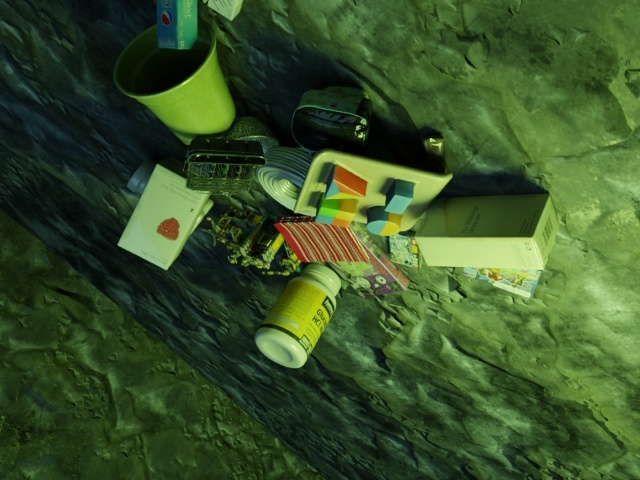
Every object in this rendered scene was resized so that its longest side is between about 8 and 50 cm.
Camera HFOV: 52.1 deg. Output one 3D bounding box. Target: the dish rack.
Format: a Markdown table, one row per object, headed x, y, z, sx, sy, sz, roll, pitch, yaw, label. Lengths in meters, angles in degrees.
| x | y | z | sx | sy | sz | roll | pitch | yaw | label |
| --- | --- | --- | --- | --- | --- | --- | --- | --- | --- |
| -0.273 | -0.188 | 1.816 | 0.209 | 0.074 | 0.271 | 2 | 153 | -16 | dish rack |

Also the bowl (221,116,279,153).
| x | y | z | sx | sy | sz | roll | pitch | yaw | label |
| --- | --- | --- | --- | --- | --- | --- | --- | --- | --- |
| -0.203 | -0.295 | 1.822 | 0.170 | 0.080 | 0.170 | -8 | 169 | -2 | bowl |

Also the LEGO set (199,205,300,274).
| x | y | z | sx | sy | sz | roll | pitch | yaw | label |
| --- | --- | --- | --- | --- | --- | --- | --- | --- | --- |
| -0.233 | 0.035 | 2.197 | 0.332 | 0.192 | 0.254 | 21 | 145 | 17 | LEGO set |

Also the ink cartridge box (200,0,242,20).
| x | y | z | sx | sy | sz | roll | pitch | yaw | label |
| --- | --- | --- | --- | --- | --- | --- | --- | --- | --- |
| -0.212 | -0.607 | 1.478 | 0.097 | 0.046 | 0.207 | 32 | 147 | -1 | ink cartridge box |

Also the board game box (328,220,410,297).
| x | y | z | sx | sy | sz | roll | pitch | yaw | label |
| --- | --- | --- | --- | --- | --- | --- | --- | --- | --- |
| 0.102 | 0.045 | 2.075 | 0.347 | 0.056 | 0.208 | 46 | 140 | -20 | board game box |

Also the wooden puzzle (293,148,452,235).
| x | y | z | sx | sy | sz | roll | pitch | yaw | label |
| --- | --- | --- | --- | --- | --- | --- | --- | --- | --- |
| 0.122 | -0.102 | 1.676 | 0.348 | 0.080 | 0.322 | 8 | 156 | -9 | wooden puzzle |

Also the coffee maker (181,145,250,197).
| x | y | z | sx | sy | sz | roll | pitch | yaw | label |
| --- | --- | --- | --- | --- | --- | --- | --- | --- | --- |
| -0.309 | -0.236 | 1.974 | 0.178 | 0.120 | 0.171 | 30 | 146 | 3 | coffee maker |

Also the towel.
| x | y | z | sx | sy | sz | roll | pitch | yaw | label |
| --- | --- | --- | --- | --- | --- | --- | --- | --- | --- |
| 0.000 | 0.000 | 2.032 | 0.275 | 0.031 | 0.198 | -1 | 135 | 40 | towel |

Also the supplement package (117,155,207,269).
| x | y | z | sx | sy | sz | roll | pitch | yaw | label |
| --- | --- | --- | --- | --- | --- | --- | --- | --- | --- |
| -0.480 | -0.089 | 2.064 | 0.178 | 0.175 | 0.292 | 28 | 104 | -7 | supplement package |

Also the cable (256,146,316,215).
| x | y | z | sx | sy | sz | roll | pitch | yaw | label |
| --- | --- | --- | --- | --- | --- | --- | --- | --- | --- |
| -0.059 | -0.163 | 1.861 | 0.257 | 0.089 | 0.257 | 12 | 152 | 37 | cable |

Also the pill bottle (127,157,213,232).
| x | y | z | sx | sy | sz | roll | pitch | yaw | label |
| --- | --- | --- | --- | --- | --- | --- | --- | --- | --- |
| -0.510 | -0.150 | 2.219 | 0.265 | 0.153 | 0.153 | 38 | 147 | -9 | pill bottle |

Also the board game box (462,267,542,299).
| x | y | z | sx | sy | sz | roll | pitch | yaw | label |
| --- | --- | --- | --- | --- | --- | --- | --- | --- | --- |
| 0.499 | 0.080 | 1.803 | 0.201 | 0.035 | 0.136 | 21 | 145 | 17 | board game box |

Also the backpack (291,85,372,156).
| x | y | z | sx | sy | sz | roll | pitch | yaw | label |
| --- | --- | --- | --- | --- | --- | --- | --- | --- | --- |
| 0.028 | -0.291 | 1.598 | 0.189 | 0.144 | 0.165 | 7 | 143 | 6 | backpack |

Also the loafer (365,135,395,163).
| x | y | z | sx | sy | sz | roll | pitch | yaw | label |
| --- | --- | --- | --- | --- | --- | --- | --- | --- | --- |
| 0.076 | -0.237 | 1.706 | 0.268 | 0.096 | 0.084 | 31 | 167 | 14 | loafer |

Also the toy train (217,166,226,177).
| x | y | z | sx | sy | sz | roll | pitch | yaw | label |
| --- | --- | --- | --- | --- | --- | --- | --- | --- | --- |
| -0.296 | -0.182 | 1.928 | 0.017 | 0.023 | 0.083 | 33 | 121 | 2 | toy train |

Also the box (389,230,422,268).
| x | y | z | sx | sy | sz | roll | pitch | yaw | label |
| --- | --- | --- | --- | --- | --- | --- | --- | --- | --- |
| 0.253 | 0.023 | 1.936 | 0.094 | 0.027 | 0.137 | 17 | 144 | 24 | box |

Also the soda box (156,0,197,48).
| x | y | z | sx | sy | sz | roll | pitch | yaw | label |
| --- | --- | --- | --- | --- | --- | --- | --- | --- | --- |
| -0.335 | -0.558 | 1.531 | 0.067 | 0.071 | 0.210 | 14 | 111 | 27 | soda box |

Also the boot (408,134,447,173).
| x | y | z | sx | sy | sz | roll | pitch | yaw | label |
| --- | --- | --- | --- | --- | --- | --- | --- | --- | --- |
| 0.257 | -0.214 | 1.614 | 0.107 | 0.037 | 0.114 | -1 | 139 | 21 | boot |

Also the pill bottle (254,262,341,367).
| x | y | z | sx | sy | sz | roll | pitch | yaw | label |
| --- | --- | --- | --- | --- | --- | --- | --- | --- | --- |
| -0.064 | 0.244 | 2.203 | 0.188 | 0.333 | 0.187 | 22 | 146 | 16 | pill bottle |

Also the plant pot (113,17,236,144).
| x | y | z | sx | sy | sz | roll | pitch | yaw | label |
| --- | --- | --- | --- | --- | --- | --- | --- | --- | --- |
| -0.348 | -0.392 | 1.709 | 0.276 | 0.276 | 0.254 | 13 | 154 | 27 | plant pot |

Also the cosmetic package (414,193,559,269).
| x | y | z | sx | sy | sz | roll | pitch | yaw | label |
| --- | --- | --- | --- | --- | --- | --- | --- | --- | --- |
| 0.412 | -0.023 | 1.630 | 0.310 | 0.160 | 0.113 | 0 | 135 | 37 | cosmetic package |

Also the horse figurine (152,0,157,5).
| x | y | z | sx | sy | sz | roll | pitch | yaw | label |
| --- | --- | --- | --- | --- | --- | --- | --- | --- | --- |
| -0.475 | -0.669 | 1.597 | 0.263 | 0.066 | 0.174 | 16 | 138 | 19 | horse figurine |
